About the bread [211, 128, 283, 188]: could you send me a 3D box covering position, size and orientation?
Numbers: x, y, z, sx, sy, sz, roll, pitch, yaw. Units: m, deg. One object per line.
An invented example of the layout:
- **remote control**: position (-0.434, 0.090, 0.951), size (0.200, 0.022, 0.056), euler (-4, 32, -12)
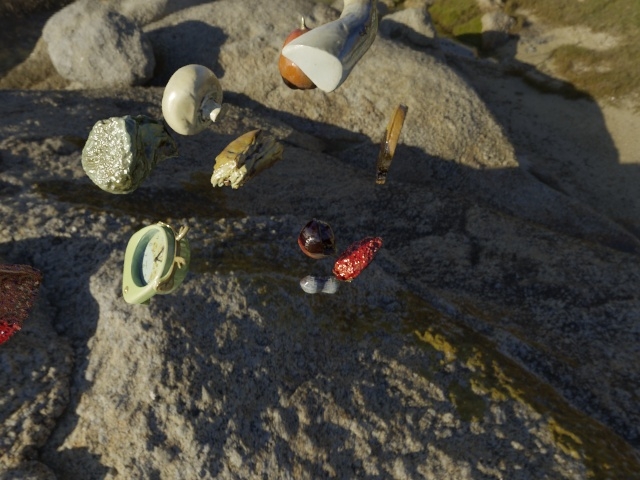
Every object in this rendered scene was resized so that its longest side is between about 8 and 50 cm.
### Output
- **bread**: position (-0.363, -0.356, 1.865), size (0.192, 0.314, 0.370), euler (58, 42, -13)

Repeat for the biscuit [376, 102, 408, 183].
- **biscuit**: position (0.299, -0.417, 1.817), size (0.070, 0.394, 0.351), euler (18, 81, 5)

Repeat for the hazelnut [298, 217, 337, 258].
- **hazelnut**: position (-0.003, -0.007, 1.780), size (0.201, 0.160, 0.170), euler (3, 75, -53)

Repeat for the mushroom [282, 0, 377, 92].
- **mushroom**: position (0.071, -0.593, 1.169), size (0.177, 0.126, 0.397), euler (37, 59, -4)

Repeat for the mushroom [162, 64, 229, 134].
- **mushroom**: position (-0.421, -0.475, 1.416), size (0.202, 0.246, 0.246), euler (27, 52, 9)

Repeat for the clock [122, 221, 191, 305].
- **clock**: position (-0.494, 0.062, 1.276), size (0.308, 0.096, 0.235), euler (-21, 62, 33)

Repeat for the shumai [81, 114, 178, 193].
- **shumai**: position (-0.578, -0.252, 1.266), size (0.260, 0.222, 0.225), euler (-29, 78, 23)

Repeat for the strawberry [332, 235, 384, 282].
- **strawberry**: position (0.144, 0.060, 1.602), size (0.098, 0.228, 0.174), euler (43, 13, -5)

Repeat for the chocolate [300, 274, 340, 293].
- **chocolate**: position (0.001, 0.172, 1.612), size (0.166, 0.072, 0.072), euler (6, 46, -22)

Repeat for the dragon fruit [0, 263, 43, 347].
- **dragon fruit**: position (-1.057, 0.218, 1.390), size (0.240, 0.302, 0.330), euler (22, 30, -3)

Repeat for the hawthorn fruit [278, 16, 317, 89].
- **hawthorn fruit**: position (-0.061, -0.688, 1.521), size (0.199, 0.251, 0.199), euler (3, 40, -2)
